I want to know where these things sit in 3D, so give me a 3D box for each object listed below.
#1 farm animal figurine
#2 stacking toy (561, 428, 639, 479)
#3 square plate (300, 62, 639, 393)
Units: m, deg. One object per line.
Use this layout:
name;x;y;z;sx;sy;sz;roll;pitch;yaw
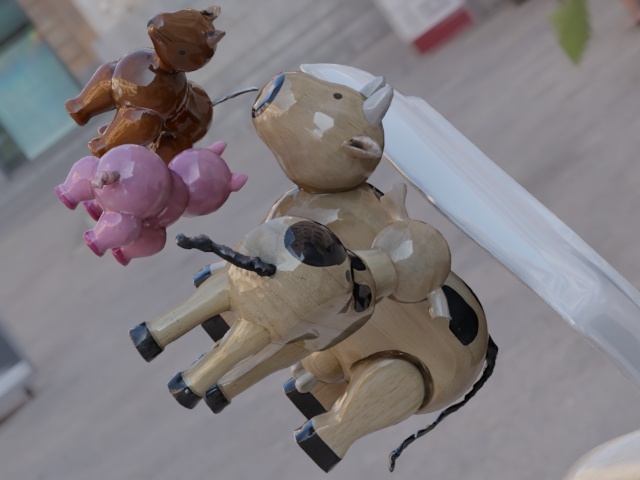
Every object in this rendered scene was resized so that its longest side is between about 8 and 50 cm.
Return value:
farm animal figurine;0.000;0.000;1.161;0.172;0.327;0.330;-36;37;7
stacking toy;0.160;0.227;0.651;0.141;0.330;0.141;-2;-22;-1
square plate;0.172;0.032;1.331;0.049;0.347;0.344;-48;42;4
